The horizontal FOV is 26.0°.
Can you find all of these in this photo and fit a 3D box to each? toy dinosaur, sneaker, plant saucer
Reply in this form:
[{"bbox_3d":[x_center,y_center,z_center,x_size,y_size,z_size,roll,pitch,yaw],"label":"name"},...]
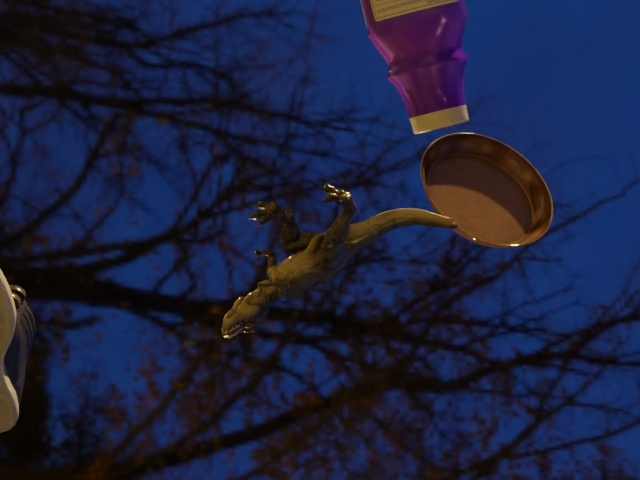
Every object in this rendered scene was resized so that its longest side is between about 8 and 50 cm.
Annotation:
[{"bbox_3d":[0.000,0.000,1.426,0.268,0.118,0.064,-27,-142,2],"label":"toy dinosaur"},{"bbox_3d":[-0.397,0.082,1.625,0.296,0.104,0.147,95,-6,-46],"label":"sneaker"},{"bbox_3d":[0.189,-0.053,1.617,0.029,0.168,0.168,-60,-141,46],"label":"plant saucer"}]

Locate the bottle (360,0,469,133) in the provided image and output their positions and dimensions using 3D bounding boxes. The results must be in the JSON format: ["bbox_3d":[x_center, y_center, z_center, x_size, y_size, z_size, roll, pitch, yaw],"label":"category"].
[{"bbox_3d":[0.107,-0.266,1.589,0.092,0.118,0.283,-77,153,-86],"label":"bottle"}]
